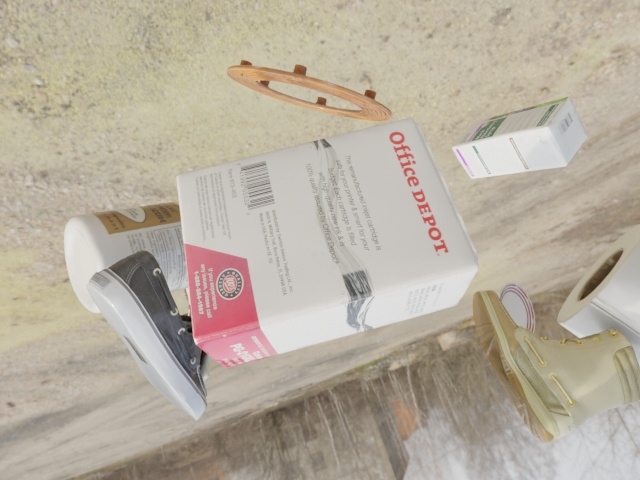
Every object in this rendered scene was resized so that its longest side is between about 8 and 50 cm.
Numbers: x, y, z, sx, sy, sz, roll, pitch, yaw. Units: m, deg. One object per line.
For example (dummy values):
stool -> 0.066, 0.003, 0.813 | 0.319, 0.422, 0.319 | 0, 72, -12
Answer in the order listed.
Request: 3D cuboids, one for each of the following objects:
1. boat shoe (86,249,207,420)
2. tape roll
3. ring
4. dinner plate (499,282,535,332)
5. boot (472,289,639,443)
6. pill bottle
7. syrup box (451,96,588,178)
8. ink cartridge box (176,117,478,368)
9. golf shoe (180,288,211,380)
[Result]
boat shoe -> -0.166, 0.107, 0.507 | 0.076, 0.080, 0.229 | -45, 131, -34
tape roll -> 0.601, 0.114, 0.869 | 0.246, 0.169, 0.246 | -46, 162, -20
ring -> -0.018, -0.297, 0.914 | 0.336, 0.032, 0.336 | 15, -172, -2
dinner plate -> 0.448, 0.168, 1.058 | 0.141, 0.142, 0.017 | -5, 168, -37
boot -> 0.399, 0.179, 0.787 | 0.203, 0.262, 0.095 | -21, 154, -2
pill bottle -> -0.229, 0.012, 0.668 | 0.229, 0.131, 0.131 | -15, 162, -44
syrup box -> 0.398, -0.202, 0.943 | 0.093, 0.096, 0.236 | -47, -158, -20
ink cartridge box -> 0.000, 0.000, 0.438 | 0.236, 0.172, 0.100 | -14, 152, -2
golf shoe -> -0.201, 0.132, 0.858 | 0.105, 0.120, 0.273 | 2, 119, -44
